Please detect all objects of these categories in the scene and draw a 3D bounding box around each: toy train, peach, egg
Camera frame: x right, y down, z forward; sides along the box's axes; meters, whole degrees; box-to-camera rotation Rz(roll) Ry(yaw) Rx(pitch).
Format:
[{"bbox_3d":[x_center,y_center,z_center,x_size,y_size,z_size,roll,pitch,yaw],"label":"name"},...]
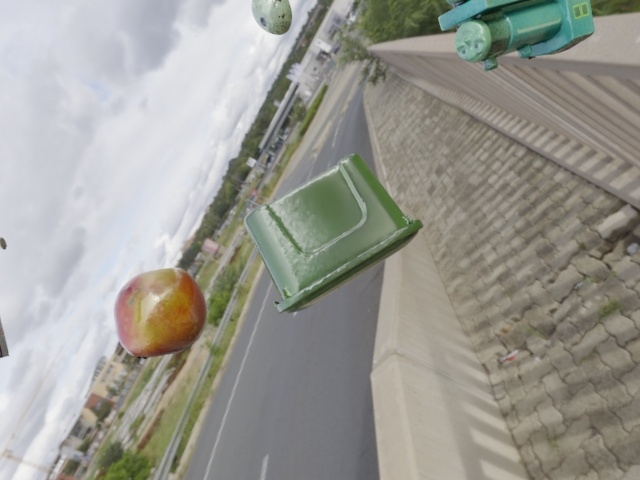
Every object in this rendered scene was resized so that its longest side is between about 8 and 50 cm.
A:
[{"bbox_3d":[0.318,-0.383,0.741,0.298,0.194,0.120,-26,15,-28],"label":"toy train"},{"bbox_3d":[-0.403,0.184,1.159,0.231,0.231,0.231,-58,12,20],"label":"peach"},{"bbox_3d":[-0.104,-0.501,1.006,0.085,0.110,0.085,-32,-5,-3],"label":"egg"}]

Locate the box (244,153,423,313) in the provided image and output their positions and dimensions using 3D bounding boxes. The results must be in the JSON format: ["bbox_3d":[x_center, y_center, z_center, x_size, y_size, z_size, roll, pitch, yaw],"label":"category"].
[{"bbox_3d":[0.000,0.000,0.794,0.252,0.178,0.329,-33,-6,-9],"label":"box"}]

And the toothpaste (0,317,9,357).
[{"bbox_3d":[-0.692,0.084,0.897,0.066,0.076,0.321,-29,76,64],"label":"toothpaste"}]

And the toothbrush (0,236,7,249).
[{"bbox_3d":[-0.835,-0.072,1.138,0.307,0.029,0.025,110,-177,-50],"label":"toothbrush"}]
